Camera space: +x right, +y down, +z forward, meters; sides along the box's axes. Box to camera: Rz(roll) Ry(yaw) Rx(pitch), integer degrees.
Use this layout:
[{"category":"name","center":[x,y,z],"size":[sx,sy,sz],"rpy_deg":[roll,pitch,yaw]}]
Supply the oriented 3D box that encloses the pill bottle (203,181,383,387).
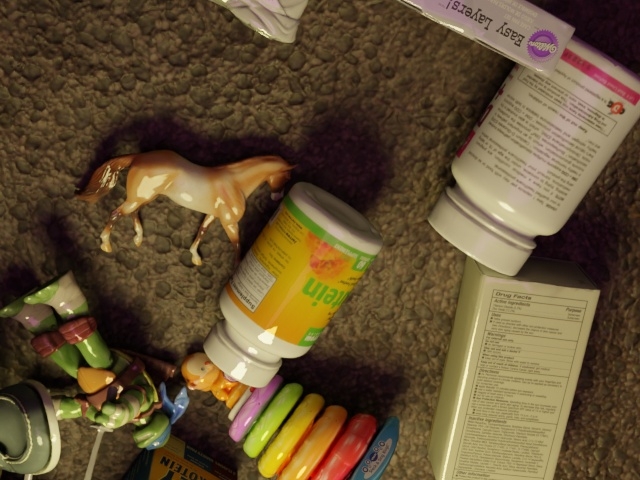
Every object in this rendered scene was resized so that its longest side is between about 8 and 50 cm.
[{"category":"pill bottle","center":[-0.042,0.061,1.361],"size":[0.136,0.136,0.245],"rpy_deg":[32,104,-13]}]

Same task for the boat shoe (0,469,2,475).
[{"category":"boat shoe","center":[-0.479,0.357,1.469],"size":[0.324,0.122,0.120],"rpy_deg":[31,74,-15]}]

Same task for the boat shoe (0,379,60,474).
[{"category":"boat shoe","center":[-0.414,0.239,1.327],"size":[0.099,0.319,0.116],"rpy_deg":[-9,87,-37]}]

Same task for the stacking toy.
[{"category":"stacking toy","center":[-0.059,0.242,1.437],"size":[0.302,0.175,0.166],"rpy_deg":[36,138,5]}]

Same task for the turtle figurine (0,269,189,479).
[{"category":"turtle figurine","center":[-0.322,0.194,1.360],"size":[0.275,0.198,0.266],"rpy_deg":[-33,98,-11]}]

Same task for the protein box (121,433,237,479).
[{"category":"protein box","center":[-0.222,0.403,1.442],"size":[0.136,0.200,0.201],"rpy_deg":[32,104,-13]}]

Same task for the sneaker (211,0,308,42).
[{"category":"sneaker","center":[-0.111,-0.333,1.273],"size":[0.232,0.090,0.115],"rpy_deg":[26,99,-20]}]

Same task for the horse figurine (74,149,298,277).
[{"category":"horse figurine","center":[-0.177,-0.052,1.366],"size":[0.263,0.066,0.174],"rpy_deg":[15,114,-11]}]

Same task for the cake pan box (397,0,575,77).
[{"category":"cake pan box","center":[0.138,-0.279,1.212],"size":[0.267,0.246,0.070],"rpy_deg":[25,106,-10]}]

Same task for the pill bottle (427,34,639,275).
[{"category":"pill bottle","center":[0.263,-0.108,1.321],"size":[0.160,0.160,0.283],"rpy_deg":[29,104,-12]}]

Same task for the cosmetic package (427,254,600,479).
[{"category":"cosmetic package","center":[0.252,0.179,1.442],"size":[0.160,0.113,0.309],"rpy_deg":[8,107,-6]}]
